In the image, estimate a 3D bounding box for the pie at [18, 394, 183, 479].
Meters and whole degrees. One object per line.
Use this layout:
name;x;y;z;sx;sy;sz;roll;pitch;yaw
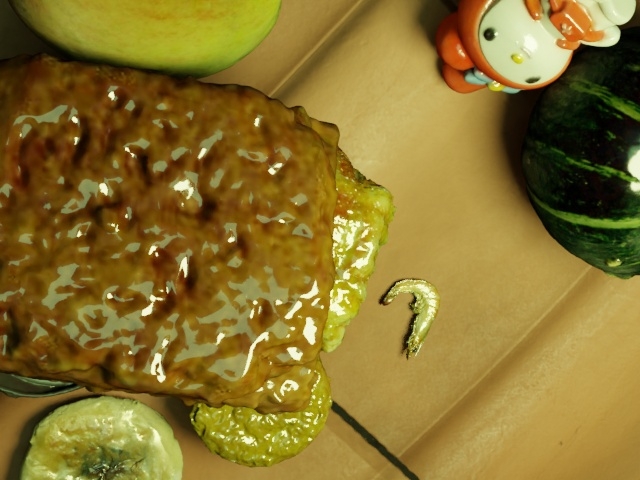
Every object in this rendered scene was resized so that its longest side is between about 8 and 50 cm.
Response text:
pie;-0.301;0.298;1.219;0.218;0.052;0.185;-35;100;-5

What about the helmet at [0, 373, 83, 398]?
helmet;-0.290;0.051;1.099;0.305;0.177;0.225;-34;90;-11

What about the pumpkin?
pumpkin;0.415;-0.110;1.166;0.323;0.241;0.323;-11;117;-23

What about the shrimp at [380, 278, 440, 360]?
shrimp;0.120;0.108;1.280;0.083;0.023;0.114;17;91;-11

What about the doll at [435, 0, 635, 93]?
doll;0.236;-0.253;1.103;0.161;0.290;0.129;36;63;-24

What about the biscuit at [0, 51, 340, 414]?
biscuit;-0.180;-0.005;0.955;0.395;0.166;0.342;7;79;-7

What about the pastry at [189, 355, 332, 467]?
pastry;-0.080;0.201;1.215;0.189;0.103;0.188;-2;101;-10

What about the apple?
apple;-0.172;-0.337;0.975;0.305;0.338;0.338;15;97;-12

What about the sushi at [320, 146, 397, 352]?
sushi;0.000;0.000;1.157;0.139;0.184;0.274;25;88;-18
